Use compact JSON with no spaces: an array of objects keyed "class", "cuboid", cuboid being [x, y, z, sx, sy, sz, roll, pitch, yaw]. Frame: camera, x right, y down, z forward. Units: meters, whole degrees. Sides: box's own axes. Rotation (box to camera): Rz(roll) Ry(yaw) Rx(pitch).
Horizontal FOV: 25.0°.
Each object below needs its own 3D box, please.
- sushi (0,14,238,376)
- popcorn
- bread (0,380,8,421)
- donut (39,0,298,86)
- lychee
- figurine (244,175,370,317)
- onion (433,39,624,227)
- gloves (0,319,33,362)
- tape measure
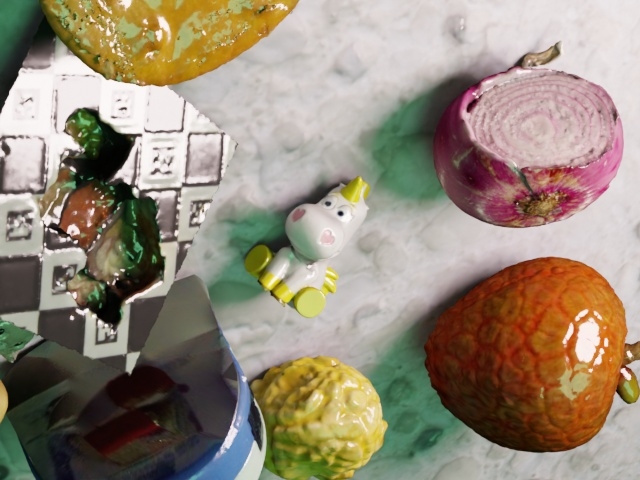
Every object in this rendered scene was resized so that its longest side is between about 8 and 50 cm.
[{"class":"sushi","cuboid":[-0.244,-0.044,1.441,0.292,0.059,0.294,34,76,-47]},{"class":"popcorn","cuboid":[-0.006,0.226,1.773,0.180,0.170,0.180,0,97,0]},{"class":"bread","cuboid":[-0.425,0.158,1.513,0.134,0.085,0.173,-39,134,15]},{"class":"donut","cuboid":[-0.141,-0.282,1.312,0.278,0.108,0.277,-16,129,-21]},{"class":"lychee","cuboid":[0.285,0.143,1.816,0.300,0.255,0.255,-1,126,-12]},{"class":"figurine","cuboid":[-0.003,-0.001,1.646,0.129,0.109,0.178,-15,137,-56]},{"class":"onion","cuboid":[0.233,-0.095,1.645,0.207,0.200,0.200,-29,135,-25]},{"class":"gloves","cuboid":[-0.326,0.061,1.497,0.144,0.094,0.110,-55,144,7]},{"class":"tape measure","cuboid":[-0.189,0.209,1.587,0.259,0.262,0.138,-28,144,-8]}]
